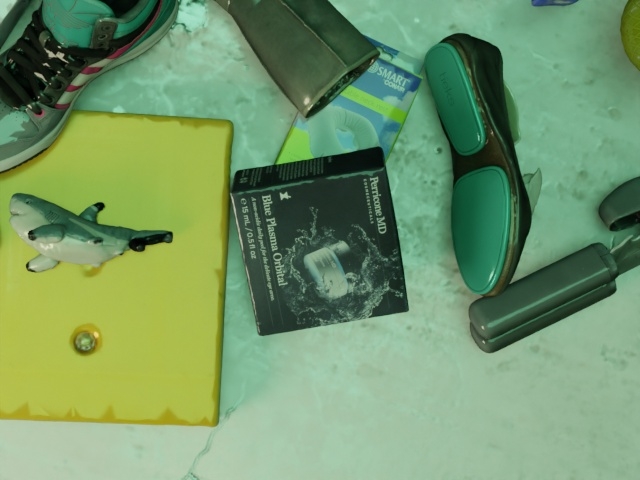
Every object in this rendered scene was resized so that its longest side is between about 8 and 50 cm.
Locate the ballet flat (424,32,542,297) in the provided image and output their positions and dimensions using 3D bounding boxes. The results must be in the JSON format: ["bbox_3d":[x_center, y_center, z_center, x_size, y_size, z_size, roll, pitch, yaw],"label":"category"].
[{"bbox_3d":[0.184,-0.083,1.350,0.096,0.095,0.280,-8,88,-38],"label":"ballet flat"}]

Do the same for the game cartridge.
[{"bbox_3d":[-0.239,0.027,1.331,0.285,0.052,0.324,3,88,-6],"label":"game cartridge"}]

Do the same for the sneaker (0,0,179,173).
[{"bbox_3d":[-0.254,-0.193,1.232,0.124,0.178,0.295,42,74,8],"label":"sneaker"}]

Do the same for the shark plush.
[{"bbox_3d":[-0.230,-0.015,1.282,0.161,0.073,0.067,-2,59,-2],"label":"shark plush"}]

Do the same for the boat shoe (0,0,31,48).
[{"bbox_3d":[-0.309,-0.317,1.294,0.102,0.108,0.301,34,94,-7],"label":"boat shoe"}]

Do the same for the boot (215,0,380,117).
[{"bbox_3d":[-0.016,-0.258,1.311,0.189,0.076,0.208,-47,72,9],"label":"boot"}]

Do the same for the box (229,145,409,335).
[{"bbox_3d":[0.000,0.000,1.304,0.158,0.093,0.156,-10,106,3],"label":"box"}]

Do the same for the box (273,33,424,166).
[{"bbox_3d":[0.032,-0.131,1.359,0.109,0.042,0.178,24,89,-6],"label":"box"}]

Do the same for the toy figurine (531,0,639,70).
[{"bbox_3d":[0.263,-0.323,1.362,0.217,0.191,0.362,-11,100,24],"label":"toy figurine"}]

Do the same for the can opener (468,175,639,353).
[{"bbox_3d":[0.280,0.019,1.385,0.283,0.076,0.095,-25,61,-5],"label":"can opener"}]
